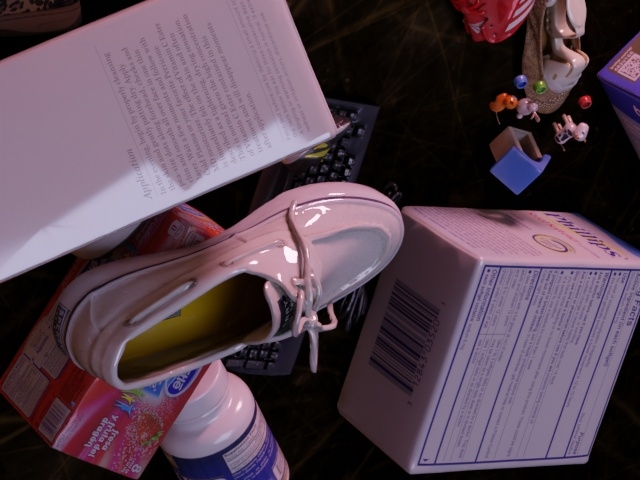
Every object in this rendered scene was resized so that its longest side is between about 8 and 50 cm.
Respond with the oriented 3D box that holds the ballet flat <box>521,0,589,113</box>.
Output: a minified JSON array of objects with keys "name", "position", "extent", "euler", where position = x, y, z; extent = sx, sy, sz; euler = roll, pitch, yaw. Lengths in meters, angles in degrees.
[{"name":"ballet flat","position":[0.258,-0.219,2.127],"extent":[0.073,0.067,0.206],"euler":[-27,129,-24]}]

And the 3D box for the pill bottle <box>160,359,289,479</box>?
[{"name":"pill bottle","position":[-0.112,0.202,2.053],"extent":[0.112,0.112,0.187],"euler":[-37,131,-15]}]

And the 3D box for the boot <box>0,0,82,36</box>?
[{"name":"boot","position":[-0.306,-0.263,1.659],"extent":[0.236,0.085,0.179],"euler":[-7,114,-35]}]

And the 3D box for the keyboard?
[{"name":"keyboard","position":[0.000,0.000,2.081],"extent":[0.201,0.033,0.317],"euler":[3,113,-39]}]

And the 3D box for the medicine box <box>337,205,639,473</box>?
[{"name":"medicine box","position":[0.202,0.111,2.219],"extent":[0.289,0.149,0.263],"euler":[2,114,-39]}]

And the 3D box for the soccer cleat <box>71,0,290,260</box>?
[{"name":"soccer cleat","position":[-0.155,-0.128,1.838],"extent":[0.318,0.108,0.116],"euler":[-49,130,-1]}]

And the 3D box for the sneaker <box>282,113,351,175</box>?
[{"name":"sneaker","position":[-0.004,-0.098,1.992],"extent":[0.083,0.031,0.035],"euler":[-31,132,-3]}]

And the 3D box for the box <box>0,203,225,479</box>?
[{"name":"box","position":[-0.183,0.085,1.918],"extent":[0.122,0.128,0.257],"euler":[29,95,-43]}]

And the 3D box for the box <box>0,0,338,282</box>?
[{"name":"box","position":[-0.193,-0.097,1.677],"extent":[0.345,0.215,0.168],"euler":[-24,98,-13]}]

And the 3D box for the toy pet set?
[{"name":"toy pet set","position":[0.234,-0.110,2.145],"extent":[0.122,0.065,0.114],"euler":[11,136,-40]}]

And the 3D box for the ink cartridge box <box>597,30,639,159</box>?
[{"name":"ink cartridge box","position":[0.497,-0.169,2.291],"extent":[0.270,0.151,0.395],"euler":[-44,132,-9]}]

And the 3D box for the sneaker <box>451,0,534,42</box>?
[{"name":"sneaker","position":[0.149,-0.252,2.012],"extent":[0.221,0.087,0.128],"euler":[-15,122,-30]}]

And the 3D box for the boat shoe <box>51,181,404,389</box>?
[{"name":"boat shoe","position":[-0.052,0.053,1.803],"extent":[0.367,0.156,0.136],"euler":[-16,124,-29]}]
